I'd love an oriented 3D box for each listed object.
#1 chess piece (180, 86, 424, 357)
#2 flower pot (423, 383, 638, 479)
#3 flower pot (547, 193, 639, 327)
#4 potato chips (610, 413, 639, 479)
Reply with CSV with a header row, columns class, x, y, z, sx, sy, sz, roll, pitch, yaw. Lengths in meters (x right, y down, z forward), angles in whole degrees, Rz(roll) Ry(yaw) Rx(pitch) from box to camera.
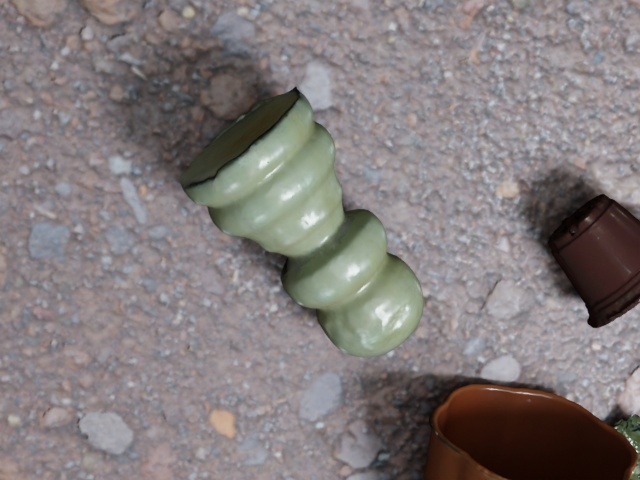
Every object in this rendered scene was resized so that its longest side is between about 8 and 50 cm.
class,x,y,z,sx,sy,sz,roll,pitch,yaw
chess piece,0.000,0.000,1.193,0.133,0.133,0.243,-38,107,1
flower pot,0.178,0.250,1.235,0.191,0.190,0.173,7,110,-8
flower pot,0.262,0.011,1.238,0.111,0.111,0.089,-41,92,2
potato chips,0.331,0.277,1.329,0.202,0.029,0.220,-41,104,4
